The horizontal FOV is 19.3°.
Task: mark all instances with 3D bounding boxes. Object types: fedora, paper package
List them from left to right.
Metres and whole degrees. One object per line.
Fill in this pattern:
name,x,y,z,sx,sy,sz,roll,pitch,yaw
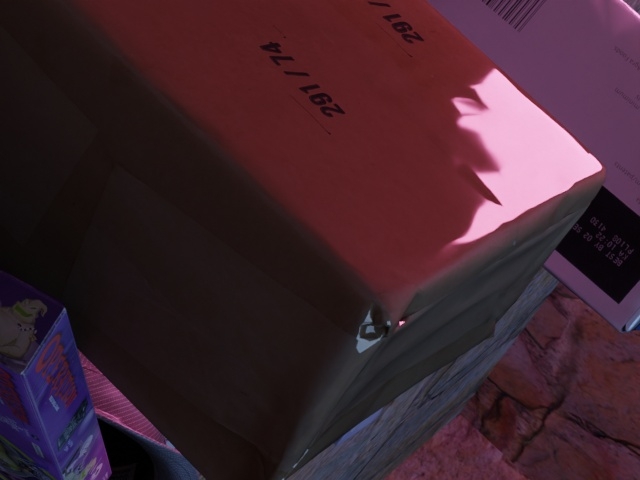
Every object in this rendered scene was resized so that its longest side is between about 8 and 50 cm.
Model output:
fedora,-0.194,0.105,1.403,0.275,0.243,0.124,98,7,-64
paper package,-0.040,-0.052,1.088,0.309,0.325,0.168,-27,156,-54

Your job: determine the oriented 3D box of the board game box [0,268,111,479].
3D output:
board game box,-0.229,0.062,1.086,0.056,0.208,0.347,-55,171,-19

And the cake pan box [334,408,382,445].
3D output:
cake pan box,0.000,0.000,1.555,0.070,0.246,0.267,-33,162,-48

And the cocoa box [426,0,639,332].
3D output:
cocoa box,0.237,-0.107,1.769,0.231,0.347,0.228,-50,167,7

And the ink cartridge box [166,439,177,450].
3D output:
ink cartridge box,-0.172,0.131,1.680,0.067,0.115,0.198,-40,166,-26
